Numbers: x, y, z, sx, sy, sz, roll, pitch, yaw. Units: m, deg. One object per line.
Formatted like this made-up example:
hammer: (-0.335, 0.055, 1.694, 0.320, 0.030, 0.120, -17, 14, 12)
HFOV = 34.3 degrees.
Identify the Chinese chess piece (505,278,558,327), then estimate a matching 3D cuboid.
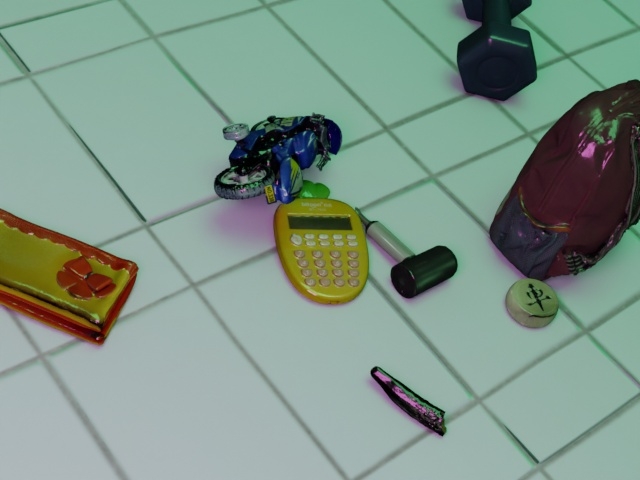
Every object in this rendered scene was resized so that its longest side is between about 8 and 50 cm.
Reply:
Chinese chess piece: (0.332, 0.098, 1.629, 0.084, 0.034, 0.084, 9, 47, -10)

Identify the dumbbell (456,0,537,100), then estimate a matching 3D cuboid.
dumbbell: (0.340, -0.421, 2.009, 0.143, 0.156, 0.316, 34, 42, -27)

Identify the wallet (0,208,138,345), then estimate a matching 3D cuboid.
wallet: (-0.383, 0.039, 1.442, 0.241, 0.067, 0.141, 21, 46, 3)

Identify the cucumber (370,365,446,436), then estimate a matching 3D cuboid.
cucumber: (0.123, 0.225, 1.457, 0.135, 0.033, 0.034, 32, 81, 14)

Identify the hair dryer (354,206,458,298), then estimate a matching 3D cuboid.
hair dryer: (0.118, 0.004, 1.639, 0.100, 0.057, 0.197, -25, 55, -35)

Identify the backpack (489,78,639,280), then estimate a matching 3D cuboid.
backpack: (0.438, -0.105, 1.646, 0.197, 0.317, 0.283, 42, 50, 21)

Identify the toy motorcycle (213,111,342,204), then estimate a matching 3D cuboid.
toy motorcycle: (-0.060, -0.135, 1.627, 0.168, 0.113, 0.315, -2, 27, 13)

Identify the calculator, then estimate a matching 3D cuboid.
calculator: (0.000, 0.000, 1.614, 0.146, 0.032, 0.235, 1, 51, -16)
